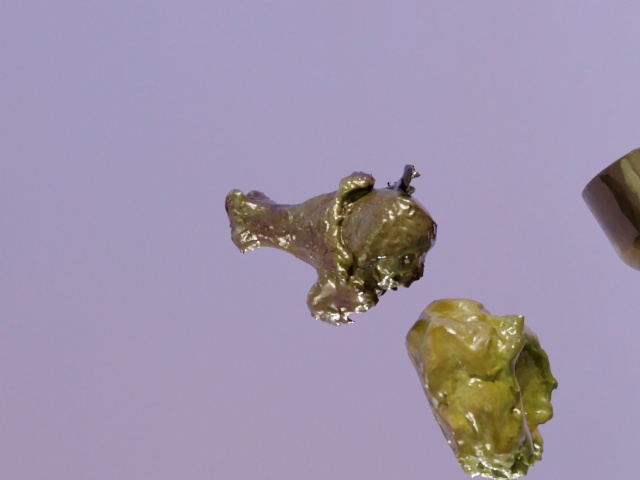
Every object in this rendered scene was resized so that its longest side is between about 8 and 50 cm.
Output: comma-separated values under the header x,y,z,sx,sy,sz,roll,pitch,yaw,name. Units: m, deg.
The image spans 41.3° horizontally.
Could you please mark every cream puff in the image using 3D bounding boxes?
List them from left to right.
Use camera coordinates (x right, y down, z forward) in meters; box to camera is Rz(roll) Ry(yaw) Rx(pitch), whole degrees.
x,y,z,sx,sy,sz,roll,pitch,yaw,name
0.237,0.199,1.182,0.185,0.282,0.282,-25,-61,-2,cream puff

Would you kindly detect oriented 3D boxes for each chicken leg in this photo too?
x,y,z,sx,sy,sz,roll,pitch,yaw,name
0.009,0.013,1.198,0.140,0.361,0.212,23,-111,-43,chicken leg

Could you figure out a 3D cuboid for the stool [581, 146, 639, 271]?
x,y,z,sx,sy,sz,roll,pitch,yaw,name
0.535,-0.004,1.272,0.179,0.264,0.179,-23,-21,-9,stool
